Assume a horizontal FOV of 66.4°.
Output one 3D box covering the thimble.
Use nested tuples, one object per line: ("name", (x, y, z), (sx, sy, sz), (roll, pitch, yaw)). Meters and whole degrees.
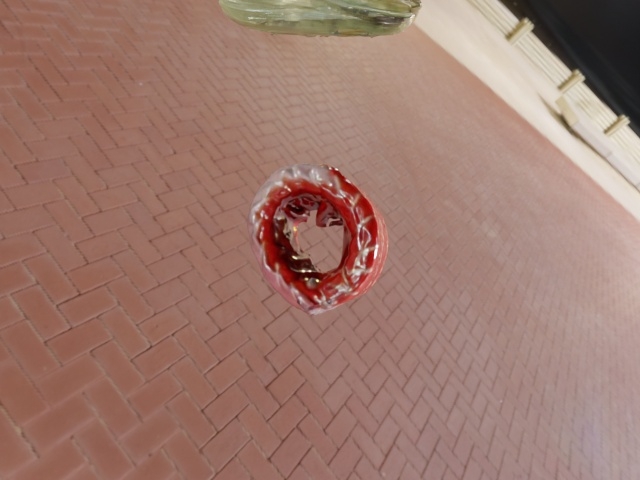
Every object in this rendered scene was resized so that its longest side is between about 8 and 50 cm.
("thimble", (0.000, -0.007, 0.649), (0.190, 0.163, 0.125), (63, 12, 8))

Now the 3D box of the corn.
("corn", (0.000, -0.377, 0.743), (0.305, 0.122, 0.123), (3, 52, 3))
